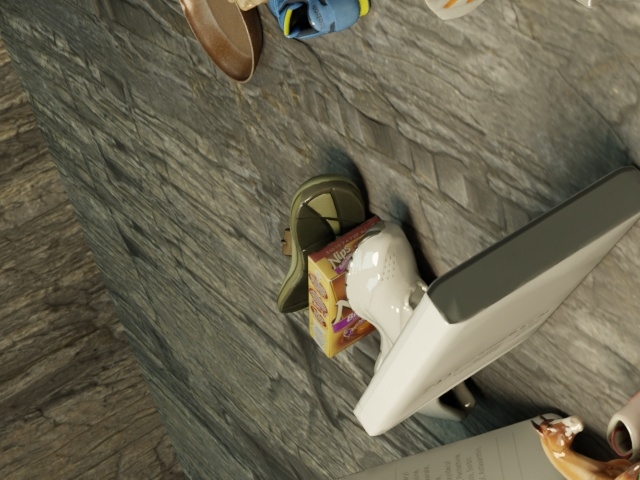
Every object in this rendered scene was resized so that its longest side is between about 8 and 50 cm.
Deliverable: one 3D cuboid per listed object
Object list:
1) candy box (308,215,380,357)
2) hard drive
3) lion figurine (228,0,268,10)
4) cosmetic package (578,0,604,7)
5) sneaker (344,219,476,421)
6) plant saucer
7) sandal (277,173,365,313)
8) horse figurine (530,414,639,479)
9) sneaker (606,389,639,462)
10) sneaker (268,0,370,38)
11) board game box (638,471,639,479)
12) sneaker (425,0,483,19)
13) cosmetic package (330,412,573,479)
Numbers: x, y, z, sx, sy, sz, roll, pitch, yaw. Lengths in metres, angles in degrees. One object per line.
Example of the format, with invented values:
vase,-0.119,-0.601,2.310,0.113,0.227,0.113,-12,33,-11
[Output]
candy box,0.041,0.063,1.840,0.053,0.109,0.187,48,158,30
hard drive,0.162,0.068,1.361,0.047,0.233,0.353,55,160,13
lion figurine,-0.154,-0.410,1.662,0.240,0.142,0.392,61,176,-26
cosmetic package,0.183,-0.298,0.991,0.127,0.107,0.238,40,150,38
sneaker,0.122,0.100,1.746,0.129,0.111,0.297,16,139,41
plant saucer,-0.128,-0.301,1.852,0.198,0.036,0.199,50,159,27
sandal,0.002,-0.001,1.876,0.303,0.120,0.086,100,155,-53
horse figurine,0.327,0.268,1.362,0.263,0.066,0.174,49,145,-16
sneaker,0.318,0.206,1.421,0.051,0.070,0.134,35,150,43
sneaker,-0.027,-0.263,1.590,0.209,0.082,0.069,23,140,62
board game box,0.376,0.256,1.225,0.213,0.046,0.317,18,138,22
sneaker,0.104,-0.295,1.242,0.083,0.084,0.215,-124,18,-54
cosmetic package,0.142,0.449,1.562,0.327,0.393,0.329,-88,-22,-67
